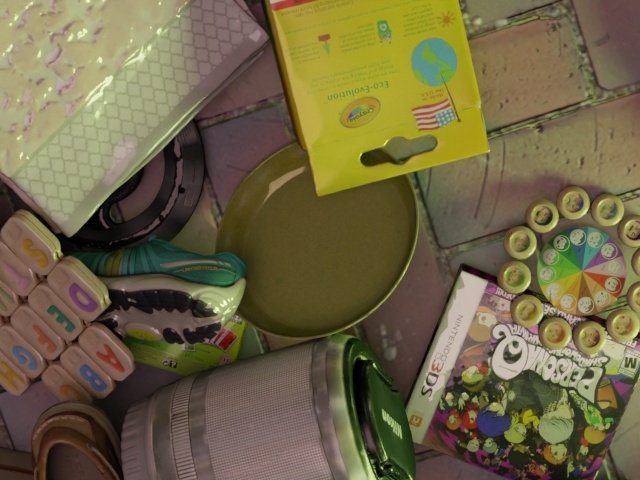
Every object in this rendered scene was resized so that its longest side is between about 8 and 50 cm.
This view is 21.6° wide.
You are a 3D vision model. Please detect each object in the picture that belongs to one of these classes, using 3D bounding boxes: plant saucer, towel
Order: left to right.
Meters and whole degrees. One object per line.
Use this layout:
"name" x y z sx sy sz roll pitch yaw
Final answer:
"towel" -0.254 -0.217 1.745 0.332 0.053 0.317 -45 116 -9
"plant saucer" 0.000 0.000 1.821 0.241 0.037 0.241 -10 63 21

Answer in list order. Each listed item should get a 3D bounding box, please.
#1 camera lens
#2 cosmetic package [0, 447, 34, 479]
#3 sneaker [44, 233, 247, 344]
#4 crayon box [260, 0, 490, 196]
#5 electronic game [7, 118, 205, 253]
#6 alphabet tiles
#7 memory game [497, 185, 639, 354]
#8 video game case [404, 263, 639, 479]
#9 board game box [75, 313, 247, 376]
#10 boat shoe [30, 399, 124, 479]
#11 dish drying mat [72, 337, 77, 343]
"camera lens" -0.049 0.232 1.806 0.274 0.219 0.219 -17 99 15
"cosmetic package" -0.369 0.330 1.938 0.296 0.129 0.153 9 101 4
"sneaker" -0.205 0.049 1.833 0.275 0.110 0.107 6 132 24
"crayon box" 0.046 -0.226 1.784 0.202 0.081 0.319 -14 99 -3
"electronic game" -0.243 -0.087 1.879 0.229 0.048 0.229 1 100 6
"alphabet tiles" -0.334 0.074 1.851 0.278 0.021 0.284 45 140 -4
"memory game" 0.286 0.034 1.835 0.186 0.012 0.186 0 85 0
"video game case" 0.227 0.163 1.881 0.232 0.042 0.210 22 104 2
"board game box" -0.179 0.096 1.912 0.181 0.043 0.092 17 102 3
"boat shoe" -0.231 0.334 1.798 0.123 0.116 0.324 -25 99 3
"dish drying mat" -0.302 0.089 1.943 0.032 0.008 0.083 -11 101 9
